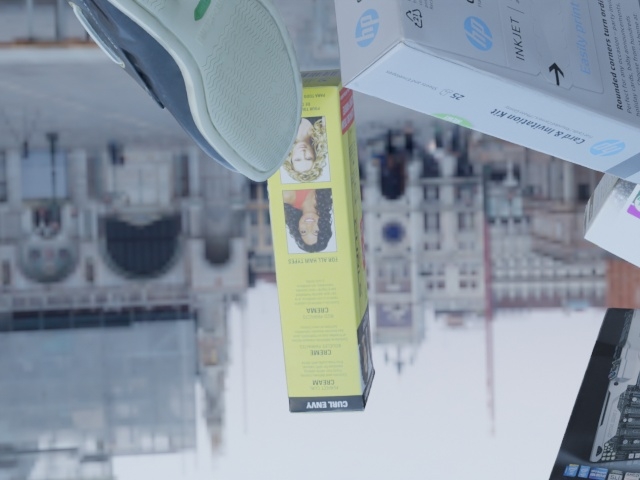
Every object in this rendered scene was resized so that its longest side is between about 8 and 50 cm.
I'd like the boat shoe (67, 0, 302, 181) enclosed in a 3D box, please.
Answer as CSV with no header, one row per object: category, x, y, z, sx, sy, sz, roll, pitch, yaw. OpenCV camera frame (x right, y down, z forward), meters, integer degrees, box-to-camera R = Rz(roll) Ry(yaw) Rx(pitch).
boat shoe,-0.080,-0.119,0.763,0.079,0.084,0.233,20,160,38

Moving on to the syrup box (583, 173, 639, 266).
syrup box,0.336,-0.090,1.248,0.093,0.237,0.096,27,-155,0

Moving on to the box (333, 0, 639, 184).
box,0.086,-0.104,0.538,0.186,0.145,0.038,14,149,-35

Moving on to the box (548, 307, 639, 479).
box,0.425,0.194,1.459,0.307,0.242,0.076,3,142,35

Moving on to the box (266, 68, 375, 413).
box,0.000,0.000,0.973,0.058,0.232,0.087,-3,-167,9
